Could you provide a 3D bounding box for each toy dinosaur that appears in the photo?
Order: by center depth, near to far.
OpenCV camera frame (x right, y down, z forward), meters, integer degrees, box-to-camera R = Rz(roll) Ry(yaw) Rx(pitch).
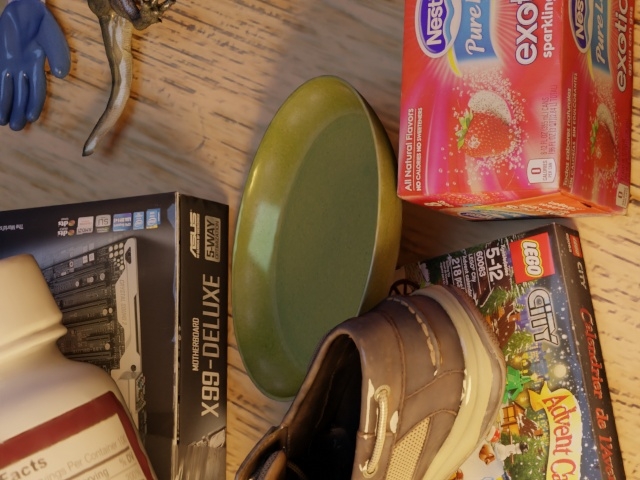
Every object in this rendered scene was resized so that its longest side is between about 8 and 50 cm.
[{"bbox_3d":[-0.162,-0.212,1.551,0.118,0.064,0.268,-18,73,44],"label":"toy dinosaur"}]

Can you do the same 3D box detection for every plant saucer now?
[{"bbox_3d":[0.000,0.000,1.372,0.241,0.037,0.241,-31,55,58],"label":"plant saucer"}]

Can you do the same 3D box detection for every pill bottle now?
[{"bbox_3d":[-0.214,0.224,1.331,0.224,0.224,0.392,-25,88,27],"label":"pill bottle"}]

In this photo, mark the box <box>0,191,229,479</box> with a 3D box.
[{"bbox_3d":[-0.219,0.096,1.522,0.307,0.076,0.242,-4,81,31],"label":"box"}]

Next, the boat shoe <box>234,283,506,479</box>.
[{"bbox_3d":[-0.001,0.177,1.293,0.132,0.130,0.355,50,128,45],"label":"boat shoe"}]

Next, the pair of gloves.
[{"bbox_3d":[-0.294,-0.175,1.650,0.198,0.023,0.159,4,86,34],"label":"pair of gloves"}]

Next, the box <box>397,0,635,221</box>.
[{"bbox_3d":[0.139,-0.146,1.310,0.128,0.122,0.257,-2,81,33],"label":"box"}]

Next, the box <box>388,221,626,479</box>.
[{"bbox_3d":[0.124,0.120,1.321,0.159,0.044,0.233,-18,73,29],"label":"box"}]
